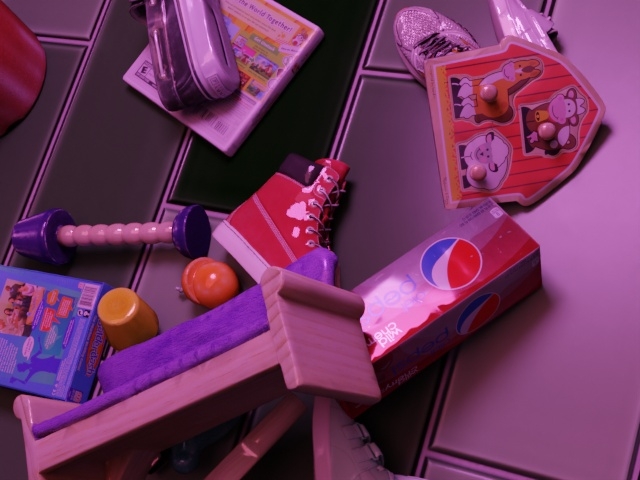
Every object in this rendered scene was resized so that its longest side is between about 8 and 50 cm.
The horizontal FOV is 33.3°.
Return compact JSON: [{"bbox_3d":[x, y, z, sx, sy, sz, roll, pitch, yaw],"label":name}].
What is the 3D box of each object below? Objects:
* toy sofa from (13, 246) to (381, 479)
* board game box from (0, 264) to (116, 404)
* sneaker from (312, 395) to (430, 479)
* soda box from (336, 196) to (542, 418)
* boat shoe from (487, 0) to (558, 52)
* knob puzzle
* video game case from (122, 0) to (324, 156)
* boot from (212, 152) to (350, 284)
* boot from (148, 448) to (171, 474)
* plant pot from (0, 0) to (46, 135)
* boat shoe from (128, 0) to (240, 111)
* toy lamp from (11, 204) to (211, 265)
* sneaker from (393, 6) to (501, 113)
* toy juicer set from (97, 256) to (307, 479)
[{"bbox_3d":[-0.134,0.134,1.085,0.362,0.150,0.177,-27,63,26],"label":"toy sofa"},{"bbox_3d":[-0.379,0.121,1.409,0.210,0.047,0.160,9,75,27],"label":"board game box"},{"bbox_3d":[0.068,0.250,1.145,0.151,0.094,0.256,-4,53,-1],"label":"sneaker"},{"bbox_3d":[0.108,0.071,1.146,0.263,0.083,0.092,-34,56,-9],"label":"soda box"},{"bbox_3d":[0.248,-0.235,1.258,0.063,0.066,0.184,-19,60,1],"label":"boat shoe"},{"bbox_3d":[0.221,-0.130,1.180,0.213,0.030,0.213,-1,104,-5],"label":"knob puzzle"},{"bbox_3d":[-0.136,-0.249,1.458,0.227,0.026,0.206,36,88,32],"label":"video game case"},{"bbox_3d":[0.000,0.000,1.266,0.176,0.088,0.244,-46,56,0],"label":"boot"},{"bbox_3d":[-0.224,0.246,1.294,0.118,0.042,0.087,-40,62,6],"label":"boot"},{"bbox_3d":[-0.549,-0.282,1.518,0.272,0.265,0.272,-8,68,21],"label":"plant pot"},{"bbox_3d":[-0.204,-0.328,1.433,0.119,0.121,0.335,-20,65,12],"label":"boat shoe"},{"bbox_3d":[-0.279,-0.006,1.399,0.274,0.080,0.080,0,71,22],"label":"toy lamp"},{"bbox_3d":[0.161,-0.210,1.268,0.088,0.093,0.225,-42,59,4],"label":"sneaker"},{"bbox_3d":[-0.119,0.163,1.264,0.209,0.089,0.329,-27,56,-7],"label":"toy juicer set"}]
